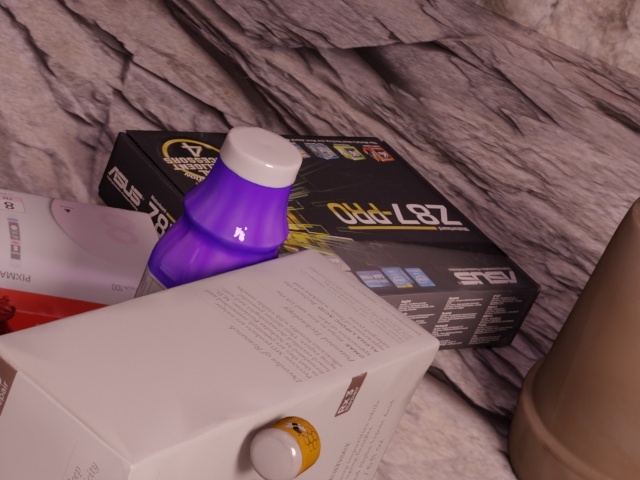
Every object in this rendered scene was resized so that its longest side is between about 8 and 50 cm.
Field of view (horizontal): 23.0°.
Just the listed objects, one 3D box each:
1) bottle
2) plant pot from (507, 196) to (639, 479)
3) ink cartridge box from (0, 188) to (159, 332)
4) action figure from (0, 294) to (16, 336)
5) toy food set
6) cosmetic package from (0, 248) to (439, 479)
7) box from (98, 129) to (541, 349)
[{"bbox_3d":[-0.096,0.037,1.353,0.118,0.283,0.092,-11,43,-48],"label":"bottle"},{"bbox_3d":[0.361,0.110,1.521,0.323,0.280,0.323,6,28,-3],"label":"plant pot"},{"bbox_3d":[-0.235,0.037,1.508,0.189,0.066,0.232,10,24,-25],"label":"ink cartridge box"},{"bbox_3d":[-0.254,0.105,1.272,0.091,0.139,0.280,33,25,18],"label":"action figure"},{"bbox_3d":[-0.001,0.241,1.056,0.232,0.111,0.104,59,27,4],"label":"toy food set"},{"bbox_3d":[-0.099,0.157,1.201,0.156,0.217,0.385,35,29,24],"label":"cosmetic package"},{"bbox_3d":[0.000,0.000,1.725,0.395,0.097,0.318,0,36,-41],"label":"box"}]
